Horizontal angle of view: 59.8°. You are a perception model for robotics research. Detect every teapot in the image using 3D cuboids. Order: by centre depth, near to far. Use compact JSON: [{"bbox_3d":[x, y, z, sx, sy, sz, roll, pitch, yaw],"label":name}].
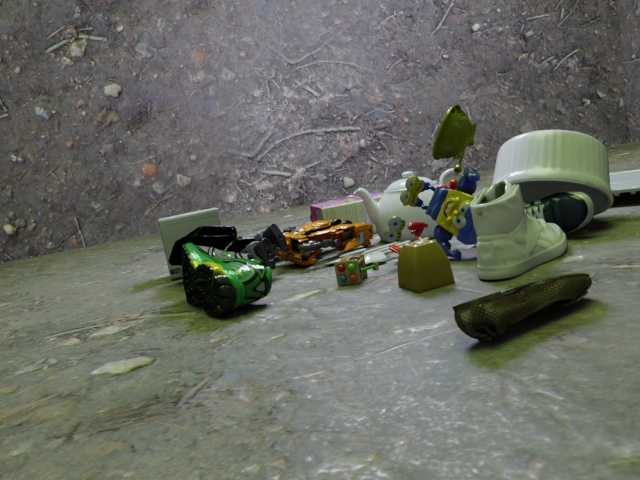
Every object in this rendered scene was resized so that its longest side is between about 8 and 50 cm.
[{"bbox_3d":[0.272,-0.107,1.603,0.252,0.187,0.256,-2,11,43],"label":"teapot"}]

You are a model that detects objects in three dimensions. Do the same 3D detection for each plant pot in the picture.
[{"bbox_3d":[0.194,0.043,1.051,0.081,0.083,0.081,-13,9,-19],"label":"plant pot"}]

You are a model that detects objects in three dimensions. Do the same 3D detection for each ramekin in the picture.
[{"bbox_3d":[0.551,-0.154,1.340,0.277,0.135,0.277,9,-15,2],"label":"ramekin"}]

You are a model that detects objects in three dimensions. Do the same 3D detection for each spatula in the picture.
[{"bbox_3d":[0.149,0.031,1.408,0.242,0.019,0.168,-15,2,-31],"label":"spatula"}]

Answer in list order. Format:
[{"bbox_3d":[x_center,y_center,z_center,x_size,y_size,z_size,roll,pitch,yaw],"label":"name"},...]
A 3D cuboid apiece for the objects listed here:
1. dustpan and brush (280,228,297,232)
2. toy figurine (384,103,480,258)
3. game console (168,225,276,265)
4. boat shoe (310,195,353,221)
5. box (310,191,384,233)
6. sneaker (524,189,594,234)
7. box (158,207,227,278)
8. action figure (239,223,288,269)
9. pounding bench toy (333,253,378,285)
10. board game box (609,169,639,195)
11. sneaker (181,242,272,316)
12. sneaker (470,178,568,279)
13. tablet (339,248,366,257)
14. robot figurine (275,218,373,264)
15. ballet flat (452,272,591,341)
[{"bbox_3d":[-0.183,-0.001,1.950,0.211,0.060,0.147,-5,6,-6],"label":"dustpan and brush"},{"bbox_3d":[0.326,-0.089,1.235,0.191,0.363,0.217,8,19,-48],"label":"toy figurine"},{"bbox_3d":[-0.232,0.015,1.562,0.361,0.044,0.213,-2,-20,-32],"label":"game console"},{"bbox_3d":[0.061,-0.103,2.121,0.091,0.109,0.305,-16,4,-27],"label":"boat shoe"},{"bbox_3d":[0.106,-0.083,1.880,0.242,0.117,0.213,-11,8,-9],"label":"box"},{"bbox_3d":[0.453,-0.046,1.258,0.153,0.099,0.282,-11,1,-32],"label":"sneaker"},{"bbox_3d":[-0.379,0.005,1.675,0.180,0.182,0.119,-13,8,-15],"label":"box"},{"bbox_3d":[-0.220,0.057,1.441,0.285,0.099,0.185,-23,7,35],"label":"action figure"},{"bbox_3d":[0.078,0.061,1.181,0.083,0.052,0.065,-7,9,20],"label":"pounding bench toy"},{"bbox_3d":[0.884,-0.155,1.625,0.389,0.050,0.390,-4,11,34],"label":"board game box"},{"bbox_3d":[-0.217,0.083,1.234,0.146,0.134,0.343,-8,15,-29],"label":"sneaker"},{"bbox_3d":[0.391,-0.041,1.082,0.108,0.169,0.292,-5,9,44],"label":"sneaker"},{"bbox_3d":[0.085,0.032,1.456,0.054,0.006,0.083,-16,-1,20],"label":"tablet"},{"bbox_3d":[0.000,0.000,1.534,0.291,0.085,0.211,-17,18,-40],"label":"robot figurine"},{"bbox_3d":[0.285,0.090,0.765,0.249,0.058,0.084,-9,-15,-31],"label":"ballet flat"}]
